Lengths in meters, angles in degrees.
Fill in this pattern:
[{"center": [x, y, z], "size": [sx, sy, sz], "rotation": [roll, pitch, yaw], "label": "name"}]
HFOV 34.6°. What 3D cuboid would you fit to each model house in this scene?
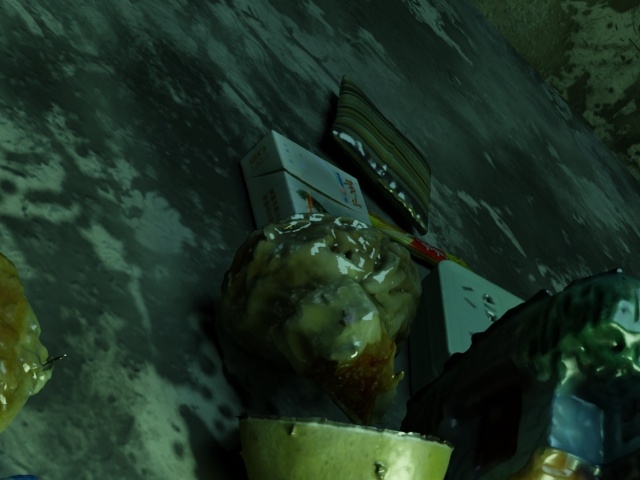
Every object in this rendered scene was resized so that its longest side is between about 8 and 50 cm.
[{"center": [0.214, 0.281, 0.865], "size": [0.297, 0.360, 0.339], "rotation": [35, 41, -13], "label": "model house"}]

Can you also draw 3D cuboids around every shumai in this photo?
[{"center": [0.022, 0.074, 0.930], "size": [0.206, 0.166, 0.175], "rotation": [10, 15, -31], "label": "shumai"}]

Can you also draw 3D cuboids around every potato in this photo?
[{"center": [0.016, 0.208, 0.841], "size": [0.202, 0.182, 0.117], "rotation": [95, 0, -76], "label": "potato"}]

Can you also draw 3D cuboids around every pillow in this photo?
[{"center": [0.093, -0.129, 1.505], "size": [0.208, 0.052, 0.212], "rotation": [47, 26, -19], "label": "pillow"}]

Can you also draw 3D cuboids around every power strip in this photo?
[{"center": [0.225, 0.173, 1.278], "size": [0.261, 0.141, 0.229], "rotation": [28, 30, -15], "label": "power strip"}]

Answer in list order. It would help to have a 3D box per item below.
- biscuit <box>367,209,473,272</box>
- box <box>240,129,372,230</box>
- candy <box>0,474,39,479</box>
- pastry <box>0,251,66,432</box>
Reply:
[{"center": [0.118, 0.001, 1.408], "size": [0.292, 0.026, 0.048], "rotation": [26, 16, -44], "label": "biscuit"}, {"center": [0.000, -0.001, 1.158], "size": [0.149, 0.067, 0.233], "rotation": [29, 33, -41], "label": "box"}, {"center": [-0.248, 0.167, 0.500], "size": [0.331, 0.077, 0.187], "rotation": [30, 34, -43], "label": "candy"}, {"center": [-0.242, 0.060, 0.649], "size": [0.153, 0.081, 0.153], "rotation": [29, 39, -28], "label": "pastry"}]
